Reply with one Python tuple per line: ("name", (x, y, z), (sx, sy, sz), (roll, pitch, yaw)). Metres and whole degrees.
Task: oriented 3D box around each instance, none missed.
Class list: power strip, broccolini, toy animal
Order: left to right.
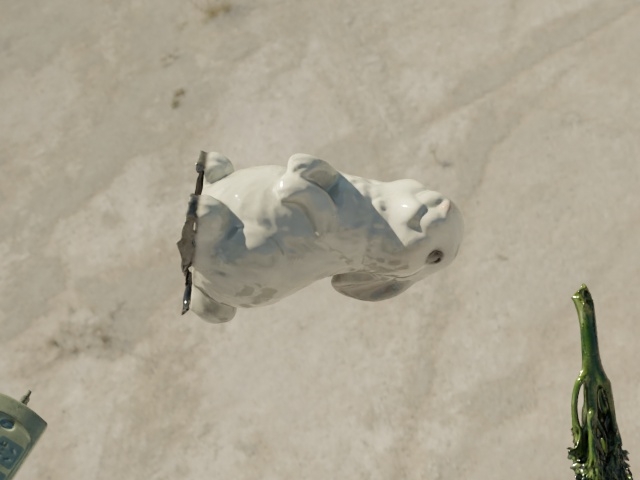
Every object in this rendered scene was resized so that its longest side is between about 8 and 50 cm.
("power strip", (-0.368, 0.245, 1.157), (0.080, 0.029, 0.227), (31, 51, -3))
("toy animal", (0.000, 0.000, 1.404), (0.357, 0.258, 0.194), (6, 43, -3))
("broccolini", (0.248, 0.143, 1.031), (0.058, 0.201, 0.074), (-14, -3, 10))
